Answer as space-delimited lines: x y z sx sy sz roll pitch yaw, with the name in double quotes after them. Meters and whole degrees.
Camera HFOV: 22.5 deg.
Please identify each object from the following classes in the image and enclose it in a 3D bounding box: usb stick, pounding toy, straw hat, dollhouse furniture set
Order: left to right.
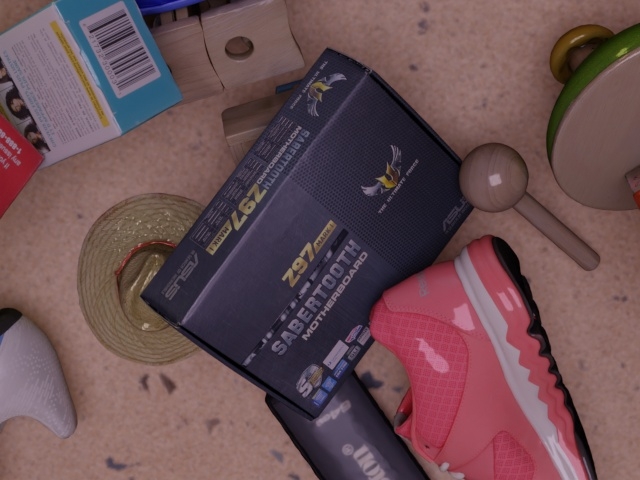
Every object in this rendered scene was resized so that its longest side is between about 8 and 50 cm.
-0.131 0.038 1.279 0.144 0.061 0.144 0 100 1 "straw hat"
-0.073 -0.126 1.237 0.129 0.129 0.183 -16 129 3 "dollhouse furniture set"
0.055 0.211 1.318 0.077 0.045 0.278 -34 98 7 "usb stick"
0.223 -0.107 1.228 0.237 0.110 0.183 -42 137 24 "pounding toy"

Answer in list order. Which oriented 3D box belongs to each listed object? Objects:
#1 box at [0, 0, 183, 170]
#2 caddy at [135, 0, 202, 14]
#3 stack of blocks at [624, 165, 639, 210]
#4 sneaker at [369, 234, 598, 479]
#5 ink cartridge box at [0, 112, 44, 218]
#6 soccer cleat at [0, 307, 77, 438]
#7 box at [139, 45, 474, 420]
-0.200 -0.108 1.170 0.060 0.244 0.100 -33 101 -33 "box"
-0.084 -0.298 1.150 0.341 0.179 0.241 -15 68 3 "caddy"
0.344 0.058 1.202 0.087 0.171 0.297 -33 108 12 "stack of blocks"
0.131 0.144 1.262 0.136 0.116 0.314 -20 114 9 "sneaker"
-0.350 -0.016 1.084 0.273 0.114 0.197 -56 133 -17 "ink cartridge box"
-0.345 0.182 1.278 0.331 0.116 0.143 -31 98 5 "soccer cleat"
0.000 0.000 1.203 0.232 0.059 0.183 -53 135 -4 "box"
